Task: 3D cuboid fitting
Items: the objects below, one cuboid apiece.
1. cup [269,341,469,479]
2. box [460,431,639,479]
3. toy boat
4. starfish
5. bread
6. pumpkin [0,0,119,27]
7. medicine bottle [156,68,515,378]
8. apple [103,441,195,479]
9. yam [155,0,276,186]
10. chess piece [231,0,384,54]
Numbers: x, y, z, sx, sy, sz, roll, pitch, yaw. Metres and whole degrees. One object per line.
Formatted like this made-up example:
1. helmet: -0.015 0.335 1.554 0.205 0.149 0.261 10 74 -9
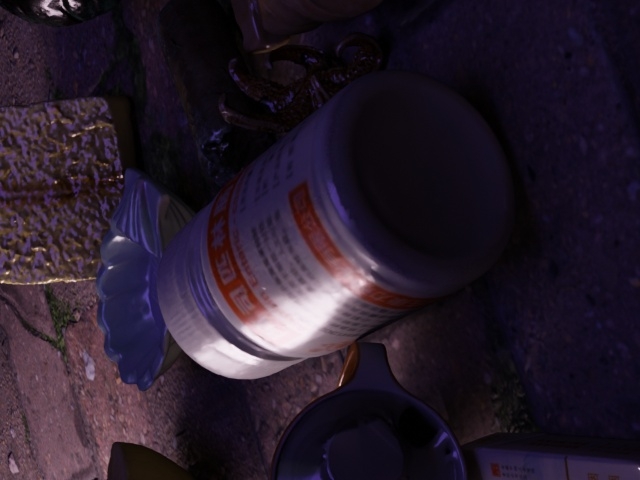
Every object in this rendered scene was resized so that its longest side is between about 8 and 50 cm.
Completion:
1. cup: 0.034 0.222 1.218 0.264 0.182 0.226 115 159 -75
2. box: 0.225 0.252 1.087 0.233 0.067 0.149 -8 90 54
3. toy boat: -0.217 0.051 1.623 0.199 0.100 0.290 34 125 45
4. starfish: -0.031 -0.156 1.262 0.190 0.146 0.074 2 133 43
5. bread: -0.339 -0.073 1.778 0.236 0.198 0.263 -6 95 17
6. pumpkin: -0.322 -0.381 1.589 0.248 0.248 0.248 18 113 51
7. medicine bottle: 0.000 0.000 1.212 0.371 0.211 0.211 -33 72 52
8. apple: -0.258 0.427 1.649 0.295 0.233 0.258 -46 27 7
9. yam: -0.118 -0.170 1.391 0.259 0.093 0.093 -113 35 -41
10. chess piece: -0.032 -0.277 1.285 0.301 0.137 0.137 -177 79 -67
